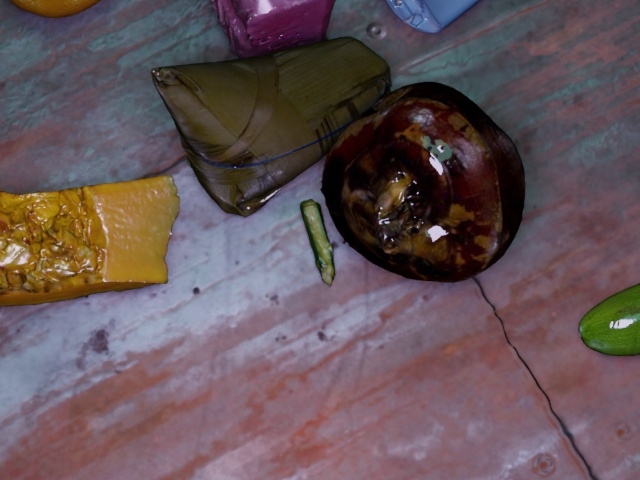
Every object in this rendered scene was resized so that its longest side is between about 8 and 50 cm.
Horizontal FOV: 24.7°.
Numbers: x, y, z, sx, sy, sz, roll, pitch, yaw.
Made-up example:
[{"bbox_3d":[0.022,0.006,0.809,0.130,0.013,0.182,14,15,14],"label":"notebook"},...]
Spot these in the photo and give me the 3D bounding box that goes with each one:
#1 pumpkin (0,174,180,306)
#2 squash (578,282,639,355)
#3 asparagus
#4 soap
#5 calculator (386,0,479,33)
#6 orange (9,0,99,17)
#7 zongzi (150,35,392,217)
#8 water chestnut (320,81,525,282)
[{"bbox_3d":[-0.286,0.001,1.608,0.248,0.126,0.131,0,77,-19],"label":"pumpkin"},{"bbox_3d":[0.425,0.062,1.615,0.293,0.082,0.082,-20,73,-8],"label":"squash"},{"bbox_3d":[-0.001,0.000,1.658,0.025,0.021,0.108,-14,73,-6],"label":"asparagus"},{"bbox_3d":[-0.092,-0.381,1.685,0.127,0.220,0.324,-21,73,-17],"label":"soap"},{"bbox_3d":[0.165,-0.340,1.735,0.210,0.039,0.121,-39,106,-9],"label":"calculator"},{"bbox_3d":[-0.312,-0.341,1.704,0.159,0.136,0.159,0,75,-1],"label":"orange"},{"bbox_3d":[-0.047,-0.176,1.577,0.260,0.289,0.123,-35,63,-10],"label":"zongzi"},{"bbox_3d":[0.107,-0.057,1.573,0.224,0.223,0.238,42,43,11],"label":"water chestnut"}]
